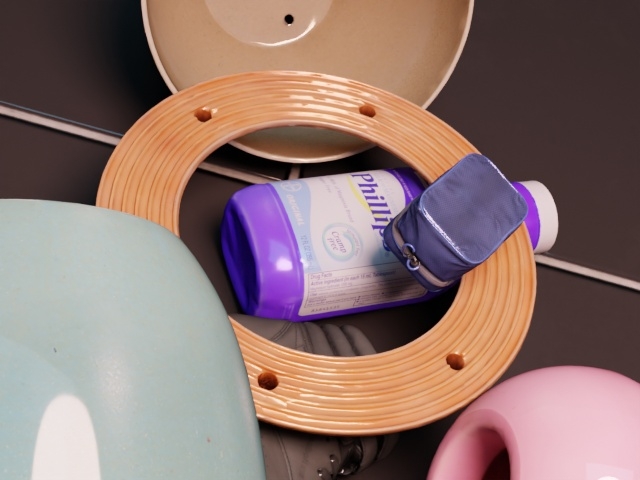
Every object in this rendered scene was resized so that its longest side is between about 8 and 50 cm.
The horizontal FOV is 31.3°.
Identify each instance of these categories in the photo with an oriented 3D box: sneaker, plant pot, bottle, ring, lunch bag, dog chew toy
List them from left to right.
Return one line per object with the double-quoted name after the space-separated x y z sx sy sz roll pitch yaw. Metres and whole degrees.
-0.168 0.113 0.639 0.293 0.293 0.235 2 73 -15 "plant pot"
-0.029 -0.230 1.025 0.284 0.284 0.191 1 17 -15 "plant pot"
-0.004 0.167 0.803 0.147 0.104 0.296 -3 50 -12 "sneaker"
0.000 0.000 0.860 0.336 0.032 0.337 7 52 -9 "ring"
0.063 -0.003 0.961 0.282 0.092 0.118 -7 55 -21 "bottle"
0.094 -0.009 0.833 0.067 0.065 0.098 50 54 3 "lunch bag"
0.237 0.212 0.785 0.332 0.206 0.207 20 49 -21 "dog chew toy"
